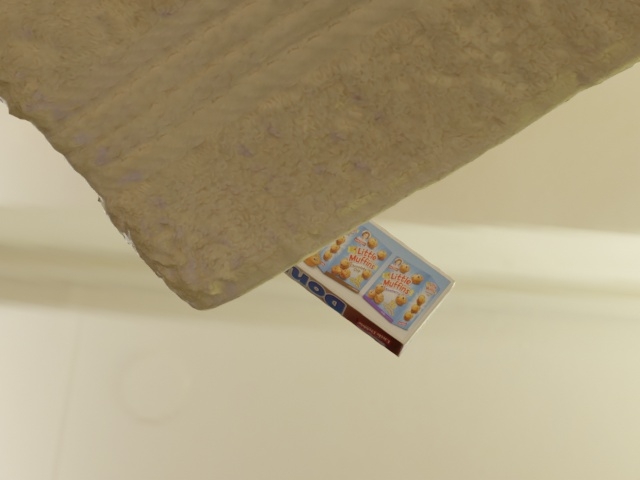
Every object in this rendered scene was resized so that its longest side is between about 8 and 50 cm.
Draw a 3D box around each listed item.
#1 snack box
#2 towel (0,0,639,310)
[{"bbox_3d":[0.000,0.000,1.329,0.178,0.064,0.022,36,-31,9],"label":"snack box"},{"bbox_3d":[0.002,-0.104,0.683,0.282,0.049,0.187,-30,-69,28],"label":"towel"}]
